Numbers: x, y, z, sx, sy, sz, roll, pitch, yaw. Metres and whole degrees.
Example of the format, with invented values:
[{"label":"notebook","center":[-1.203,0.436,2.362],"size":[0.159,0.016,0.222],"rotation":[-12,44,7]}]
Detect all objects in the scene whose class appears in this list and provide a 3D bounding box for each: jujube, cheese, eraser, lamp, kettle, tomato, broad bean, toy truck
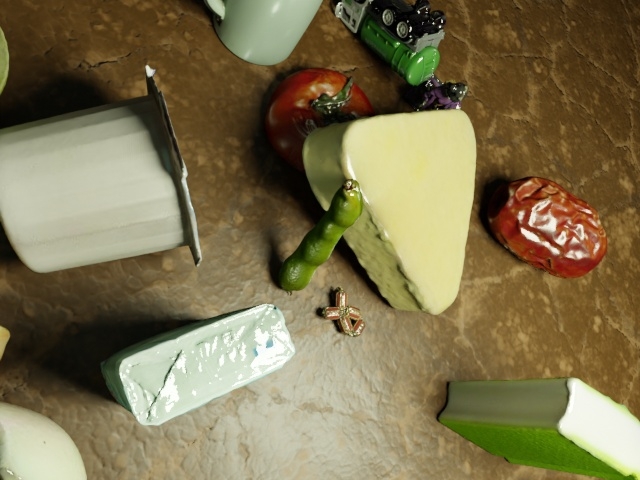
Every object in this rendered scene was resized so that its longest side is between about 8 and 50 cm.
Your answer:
[{"label":"jujube","center":[0.470,-0.028,1.048],"size":[0.251,0.174,0.174],"rotation":[26,65,-6]},{"label":"cheese","center":[0.167,-0.102,0.883],"size":[0.384,0.104,0.383],"rotation":[2,87,-45]},{"label":"eraser","center":[0.359,0.308,0.829],"size":[0.210,0.274,0.092],"rotation":[34,62,-15]},{"label":"lamp","center":[0.044,0.128,0.862],"size":[0.083,0.031,0.063],"rotation":[43,63,-14]},{"label":"kettle","center":[-0.095,-0.419,0.825],"size":[0.221,0.236,0.161],"rotation":[-11,82,-29]},{"label":"tomato","center":[0.016,-0.216,0.906],"size":[0.228,0.101,0.227],"rotation":[7,73,-22]},{"label":"broad bean","center":[0.000,0.000,0.760],"size":[0.053,0.256,0.052],"rotation":[-14,60,-41]},{"label":"toy truck","center":[0.139,-0.416,0.983],"size":[0.101,0.125,0.242],"rotation":[-26,64,-27]}]

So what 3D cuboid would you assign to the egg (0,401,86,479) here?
[{"label":"egg","center":[-0.367,0.275,0.540],"size":[0.271,0.161,0.206],"rotation":[-29,119,5]}]

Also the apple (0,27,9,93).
[{"label":"apple","center":[-0.538,-0.169,0.507],"size":[0.360,0.320,0.311],"rotation":[27,27,-17]}]

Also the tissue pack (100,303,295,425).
[{"label":"tissue pack","center":[-0.161,0.149,0.617],"size":[0.177,0.263,0.089],"rotation":[-19,88,-29]}]

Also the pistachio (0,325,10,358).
[{"label":"pistachio","center":[-0.484,0.103,0.486],"size":[0.309,0.230,0.229],"rotation":[-16,84,-29]}]

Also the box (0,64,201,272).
[{"label":"box","center":[-0.292,-0.087,0.658],"size":[0.207,0.262,0.291],"rotation":[-15,45,-19]}]

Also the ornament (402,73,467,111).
[{"label":"ornament","center":[0.238,-0.274,0.976],"size":[0.081,0.203,0.088],"rotation":[39,98,-18]}]
